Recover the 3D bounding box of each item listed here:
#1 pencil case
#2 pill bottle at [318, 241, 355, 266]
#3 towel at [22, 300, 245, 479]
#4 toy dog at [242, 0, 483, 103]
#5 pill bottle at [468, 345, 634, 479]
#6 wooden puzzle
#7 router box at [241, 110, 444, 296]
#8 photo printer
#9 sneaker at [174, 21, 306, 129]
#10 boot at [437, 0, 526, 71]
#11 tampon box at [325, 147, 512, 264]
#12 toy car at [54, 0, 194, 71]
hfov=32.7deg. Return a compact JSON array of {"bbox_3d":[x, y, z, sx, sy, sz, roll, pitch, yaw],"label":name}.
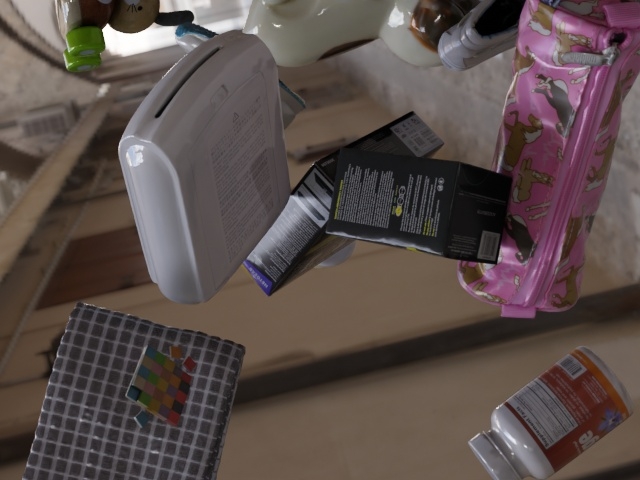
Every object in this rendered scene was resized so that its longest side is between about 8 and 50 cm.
[{"bbox_3d":[0.267,-0.102,1.233,0.160,0.167,0.386,30,124,31],"label":"pencil case"},{"bbox_3d":[0.000,0.000,2.037,0.184,0.103,0.103,167,90,-79],"label":"pill bottle"},{"bbox_3d":[-0.236,0.239,1.372,0.121,0.235,0.284,111,172,-78],"label":"towel"},{"bbox_3d":[0.076,-0.416,1.855,0.284,0.407,0.396,13,-94,-82],"label":"toy dog"},{"bbox_3d":[0.320,0.256,1.529,0.121,0.216,0.121,54,177,3],"label":"pill bottle"},{"bbox_3d":[-0.128,0.116,0.873,0.049,0.006,0.083,39,-136,-25],"label":"wooden puzzle"},{"bbox_3d":[0.036,-0.062,1.725,0.081,0.309,0.243,47,128,9],"label":"router box"},{"bbox_3d":[-0.144,-0.102,1.418,0.256,0.107,0.308,-54,-27,-35],"label":"photo printer"},{"bbox_3d":[-0.123,-0.220,1.538,0.228,0.092,0.087,36,-171,-35],"label":"sneaker"},{"bbox_3d":[0.302,-0.345,1.657,0.095,0.258,0.123,55,158,-3],"label":"boot"},{"bbox_3d":[0.109,-0.039,1.211,0.120,0.161,0.102,8,-87,-51],"label":"tampon box"},{"bbox_3d":[-0.275,-0.336,1.523,0.149,0.188,0.155,156,101,-73],"label":"toy car"}]
